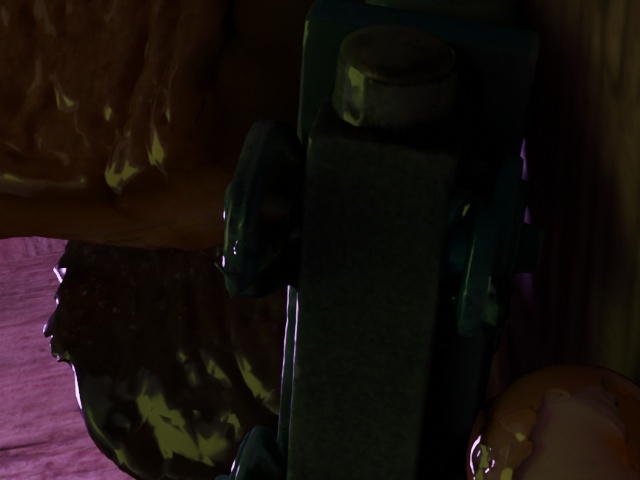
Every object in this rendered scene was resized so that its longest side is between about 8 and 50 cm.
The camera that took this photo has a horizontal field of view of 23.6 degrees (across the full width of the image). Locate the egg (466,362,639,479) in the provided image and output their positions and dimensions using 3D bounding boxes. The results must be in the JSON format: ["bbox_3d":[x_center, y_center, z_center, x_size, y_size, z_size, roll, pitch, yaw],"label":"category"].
[{"bbox_3d":[0.087,0.077,0.529,0.083,0.071,0.071,-24,-75,-78],"label":"egg"}]

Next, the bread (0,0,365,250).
[{"bbox_3d":[-0.127,-0.155,0.779,0.148,0.328,0.337,32,-119,-59],"label":"bread"}]

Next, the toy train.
[{"bbox_3d":[0.030,0.026,0.658,0.194,0.120,0.298,-68,-14,-53],"label":"toy train"}]

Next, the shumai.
[{"bbox_3d":[-0.007,0.089,0.991,0.283,0.217,0.346,49,-176,-38],"label":"shumai"}]
